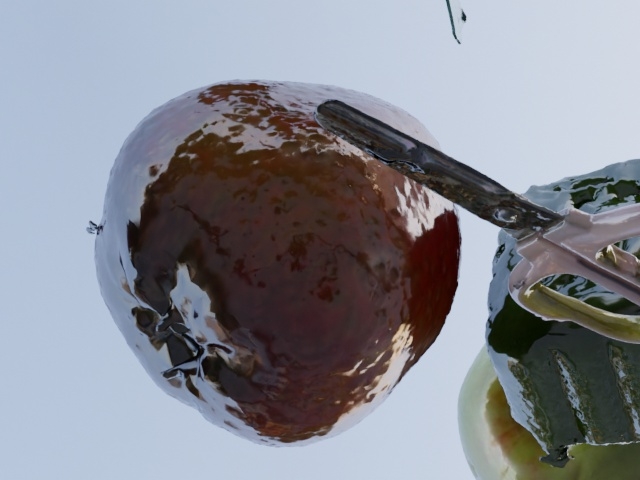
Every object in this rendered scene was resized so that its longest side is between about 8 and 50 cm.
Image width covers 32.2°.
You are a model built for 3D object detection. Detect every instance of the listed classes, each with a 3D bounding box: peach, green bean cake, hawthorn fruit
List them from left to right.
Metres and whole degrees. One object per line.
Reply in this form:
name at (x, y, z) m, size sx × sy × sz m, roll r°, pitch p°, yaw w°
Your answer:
hawthorn fruit at (0.000, 0.000, 0.890) m, size 0.369 × 0.285 × 0.284 m, roll -21°, pitch -66°, yaw -43°
peach at (0.329, 0.218, 1.337) m, size 0.315 × 0.281 × 0.314 m, roll 43°, pitch -110°, yaw -42°
green bean cake at (0.275, 0.042, 0.935) m, size 0.250 × 0.247 × 0.156 m, roll -9°, pitch -57°, yaw 24°

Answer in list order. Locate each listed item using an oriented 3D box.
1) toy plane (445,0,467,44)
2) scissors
toy plane at (0.061, -0.237, 0.706) m, size 0.060 × 0.096 × 0.235 m, roll -13°, pitch -73°, yaw 9°
scissors at (0.130, -0.005, 0.657) m, size 0.317 × 0.160 × 0.024 m, roll 26°, pitch -122°, yaw -21°
